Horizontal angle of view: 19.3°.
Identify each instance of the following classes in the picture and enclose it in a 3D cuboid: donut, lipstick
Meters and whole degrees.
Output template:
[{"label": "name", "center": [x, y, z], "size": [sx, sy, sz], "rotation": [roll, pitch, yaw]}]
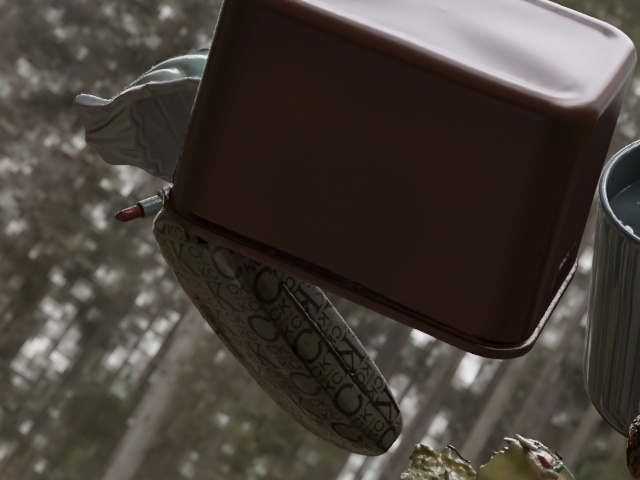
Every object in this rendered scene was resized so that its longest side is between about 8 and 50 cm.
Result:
[{"label": "donut", "center": [0.264, 0.426, 2.705], "size": [0.307, 0.150, 0.371], "rotation": [55, -24, -9]}, {"label": "lipstick", "center": [-0.212, -0.047, 2.476], "size": [0.030, 0.129, 0.030], "rotation": [57, -30, 23]}]

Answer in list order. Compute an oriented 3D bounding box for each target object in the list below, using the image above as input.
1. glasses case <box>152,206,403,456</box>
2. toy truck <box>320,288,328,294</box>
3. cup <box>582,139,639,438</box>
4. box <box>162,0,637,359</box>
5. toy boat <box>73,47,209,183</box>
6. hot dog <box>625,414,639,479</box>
[{"label": "glasses case", "center": [-0.038, 0.087, 1.846], "size": [0.137, 0.085, 0.355], "rotation": [12, -33, 49]}, {"label": "toy truck", "center": [0.000, 0.000, 2.292], "size": [0.191, 0.085, 0.116], "rotation": [-37, -49, 16]}, {"label": "cup", "center": [0.383, 0.064, 1.978], "size": [0.205, 0.205, 0.312], "rotation": [21, -43, 23]}, {"label": "box", "center": [0.071, -0.096, 1.589], "size": [0.339, 0.239, 0.229], "rotation": [22, -60, 12]}, {"label": "toy boat", "center": [-0.105, -0.123, 1.931], "size": [0.290, 0.100, 0.199], "rotation": [4, -38, 21]}, {"label": "hot dog", "center": [0.392, 0.156, 1.572], "size": [0.289, 0.083, 0.068], "rotation": [-12, -44, 27]}]
